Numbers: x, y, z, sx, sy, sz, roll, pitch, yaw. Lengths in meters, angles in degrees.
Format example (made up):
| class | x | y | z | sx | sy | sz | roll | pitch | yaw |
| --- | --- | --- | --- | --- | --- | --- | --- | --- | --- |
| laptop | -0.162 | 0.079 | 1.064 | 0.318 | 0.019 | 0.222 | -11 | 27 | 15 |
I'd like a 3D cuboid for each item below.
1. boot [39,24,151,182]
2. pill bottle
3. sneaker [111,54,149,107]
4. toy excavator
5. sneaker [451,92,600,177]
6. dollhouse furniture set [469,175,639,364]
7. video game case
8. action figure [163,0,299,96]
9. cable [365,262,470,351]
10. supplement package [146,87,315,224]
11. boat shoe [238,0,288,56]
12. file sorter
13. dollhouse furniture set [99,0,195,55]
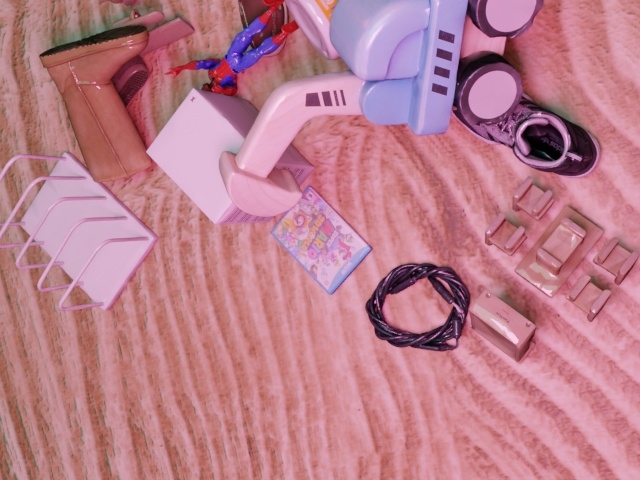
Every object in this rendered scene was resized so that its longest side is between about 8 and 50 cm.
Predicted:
| class | x | y | z | sx | sy | sz | roll | pitch | yaw |
| --- | --- | --- | --- | --- | --- | --- | --- | --- | --- |
| boot | -0.382 | -0.257 | 1.842 | 0.236 | 0.089 | 0.270 | -8 | 119 | 24 |
| pill bottle | 0.086 | -0.433 | 1.609 | 0.272 | 0.152 | 0.152 | -36 | 77 | -5 |
| sneaker | -0.416 | -0.296 | 1.928 | 0.188 | 0.066 | 0.071 | -39 | 60 | 15 |
| toy excavator | 0.068 | -0.256 | 1.509 | 0.445 | 0.222 | 0.433 | -5 | 125 | -15 |
| sneaker | 0.314 | -0.186 | 1.553 | 0.268 | 0.153 | 0.101 | 30 | 103 | 20 |
| dollhouse furniture set | 0.355 | 0.064 | 1.579 | 0.212 | 0.161 | 0.242 | 38 | 84 | 18 |
| video game case | 0.000 | 0.000 | 1.774 | 0.166 | 0.015 | 0.119 | 46 | 108 | 15 |
| action figure | -0.169 | -0.322 | 1.736 | 0.280 | 0.139 | 0.091 | -35 | 85 | 49 |
| cable | 0.164 | 0.113 | 1.689 | 0.184 | 0.047 | 0.151 | 8 | 95 | 24 |
| supplement package | -0.157 | -0.145 | 1.735 | 0.194 | 0.203 | 0.149 | 46 | 108 | 16 |
| boat shoe | -0.125 | -0.464 | 1.766 | 0.095 | 0.095 | 0.258 | -10 | 88 | 24 |
| file sorter | -0.505 | -0.016 | 1.910 | 0.277 | 0.173 | 0.193 | 42 | 108 | 16 |
| dollhouse furniture set | -0.339 | -0.466 | 1.849 | 0.123 | 0.144 | 0.151 | -19 | 70 | 18 |
